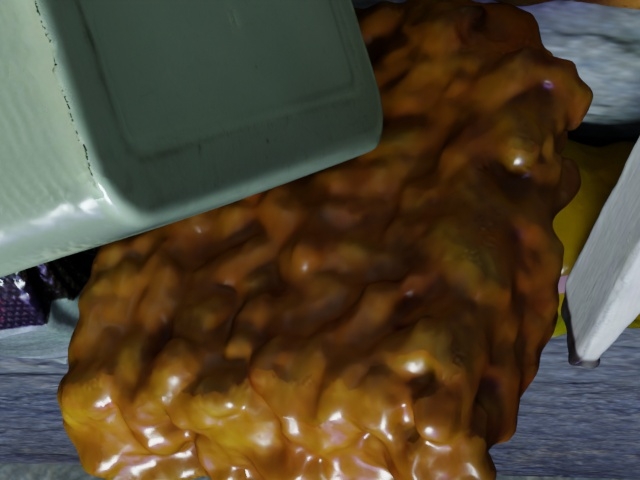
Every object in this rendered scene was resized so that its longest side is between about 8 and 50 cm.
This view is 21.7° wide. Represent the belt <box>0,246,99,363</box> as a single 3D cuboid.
[{"bbox_3d":[-0.212,-0.008,1.229,0.164,0.184,0.289,-8,168,11],"label":"belt"}]

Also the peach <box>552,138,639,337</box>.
[{"bbox_3d":[0.202,0.003,1.316,0.251,0.153,0.251,0,174,0],"label":"peach"}]

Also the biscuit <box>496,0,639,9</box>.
[{"bbox_3d":[0.220,-0.159,0.948,0.250,0.036,0.165,8,163,-13],"label":"biscuit"}]

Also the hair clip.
[{"bbox_3d":[0.242,-0.027,1.050,0.101,0.085,0.331,5,148,-6],"label":"hair clip"}]

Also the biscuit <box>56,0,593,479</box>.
[{"bbox_3d":[0.000,0.000,0.976,0.312,0.318,0.110,0,150,37],"label":"biscuit"}]

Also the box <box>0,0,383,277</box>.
[{"bbox_3d":[-0.189,-0.057,0.835,0.344,0.177,0.352,-17,-177,23],"label":"box"}]
